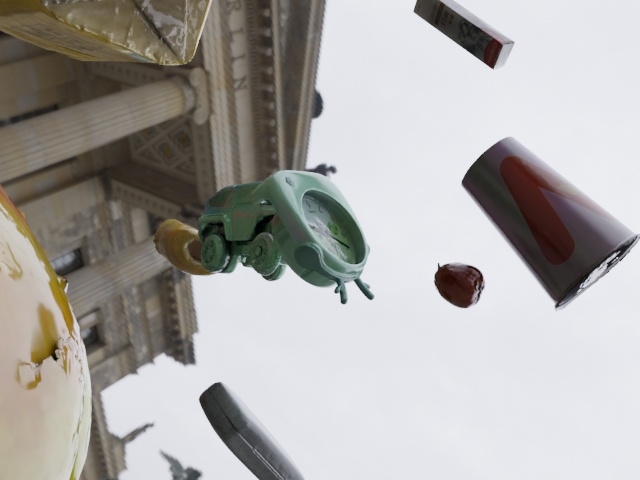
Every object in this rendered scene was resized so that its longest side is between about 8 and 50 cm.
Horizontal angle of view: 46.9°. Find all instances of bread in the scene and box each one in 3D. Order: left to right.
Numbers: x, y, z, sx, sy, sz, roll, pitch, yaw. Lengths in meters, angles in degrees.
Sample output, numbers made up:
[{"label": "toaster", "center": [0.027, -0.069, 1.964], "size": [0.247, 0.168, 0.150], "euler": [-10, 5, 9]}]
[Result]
[{"label": "bread", "center": [-0.259, 0.021, 1.472], "size": [0.134, 0.085, 0.173], "euler": [29, -5, -21]}]

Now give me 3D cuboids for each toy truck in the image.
[{"label": "toy truck", "center": [-0.086, -0.012, 1.236], "size": [0.279, 0.155, 0.156], "euler": [-2, -101, 50]}]

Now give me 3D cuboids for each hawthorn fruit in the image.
[{"label": "hawthorn fruit", "center": [0.242, 0.075, 1.308], "size": [0.093, 0.081, 0.081], "euler": [22, -53, 30]}]

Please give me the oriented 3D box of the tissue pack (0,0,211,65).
[{"label": "tissue pack", "center": [-0.293, -0.398, 0.980], "size": [0.382, 0.228, 0.293], "euler": [20, -87, 54]}]

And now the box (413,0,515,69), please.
[{"label": "box", "center": [0.261, -0.395, 1.359], "size": [0.218, 0.040, 0.055], "euler": [46, -41, 30]}]

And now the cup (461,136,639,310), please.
[{"label": "cup", "center": [0.399, -0.043, 1.328], "size": [0.288, 0.203, 0.203], "euler": [50, -42, 22]}]

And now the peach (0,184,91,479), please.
[{"label": "peach", "center": [-0.295, 0.067, 0.333], "size": [0.370, 0.370, 0.370], "euler": [23, -53, 33]}]

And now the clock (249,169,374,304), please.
[{"label": "clock", "center": [0.000, 0.000, 1.034], "size": [0.066, 0.159, 0.210], "euler": [-38, -111, 29]}]

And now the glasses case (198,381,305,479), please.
[{"label": "glasses case", "center": [-0.132, 0.410, 1.485], "size": [0.131, 0.074, 0.323], "euler": [44, -12, 47]}]
